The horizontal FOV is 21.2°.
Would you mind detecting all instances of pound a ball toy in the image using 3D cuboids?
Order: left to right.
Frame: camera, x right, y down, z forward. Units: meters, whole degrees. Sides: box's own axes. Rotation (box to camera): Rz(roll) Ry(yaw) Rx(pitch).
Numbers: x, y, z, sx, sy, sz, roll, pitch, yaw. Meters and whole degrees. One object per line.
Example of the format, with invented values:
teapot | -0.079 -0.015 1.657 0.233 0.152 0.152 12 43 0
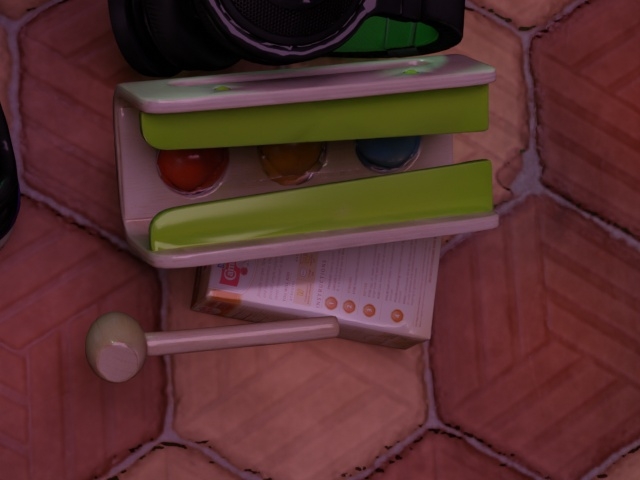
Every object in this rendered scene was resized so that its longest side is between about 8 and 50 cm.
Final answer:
pound a ball toy | -0.033 -0.024 1.288 0.319 0.136 0.208 -8 105 -17

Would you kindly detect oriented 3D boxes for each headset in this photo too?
headset | -0.067 -0.218 1.275 0.394 0.243 0.185 5 87 -39

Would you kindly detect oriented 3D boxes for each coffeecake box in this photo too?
coffeecake box | 0.000 0.000 1.380 0.186 0.068 0.142 12 75 -14

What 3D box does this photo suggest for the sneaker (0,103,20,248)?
sneaker | -0.297 -0.133 1.281 0.102 0.146 0.293 -26 87 -19
